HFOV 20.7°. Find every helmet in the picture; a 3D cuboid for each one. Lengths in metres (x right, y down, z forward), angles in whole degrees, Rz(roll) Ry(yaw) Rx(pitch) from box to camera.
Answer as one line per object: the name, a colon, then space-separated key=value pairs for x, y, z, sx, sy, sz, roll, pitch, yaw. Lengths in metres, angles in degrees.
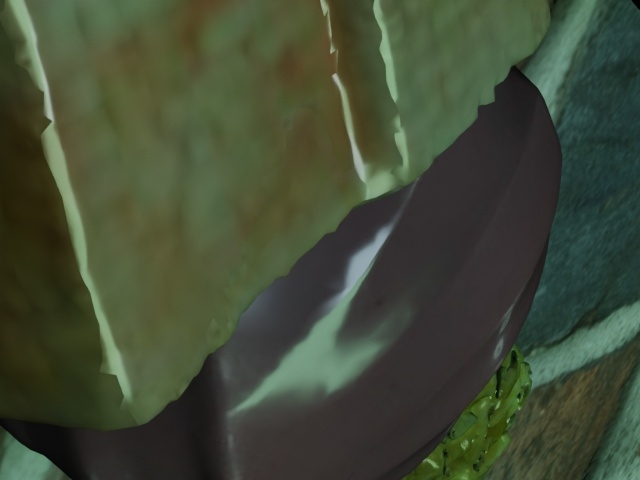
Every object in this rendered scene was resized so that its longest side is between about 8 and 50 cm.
helmet: x=0.000 y=0.000 z=0.818 sx=0.338 sy=0.197 sz=0.271 roll=-37 pitch=144 yaw=-21

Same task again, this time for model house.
model house: x=-0.087 y=-0.146 z=0.541 sx=0.312 sy=0.245 sz=0.280 roll=-47 pitch=132 yaw=-45

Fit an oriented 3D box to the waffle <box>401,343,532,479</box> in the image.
waffle: x=0.031 y=0.165 z=1.143 sx=0.297 sy=0.073 sz=0.317 roll=-53 pitch=149 yaw=1

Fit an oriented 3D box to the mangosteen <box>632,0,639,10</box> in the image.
mangosteen: x=0.246 y=-0.200 z=0.961 sx=0.194 sy=0.194 sz=0.230 roll=-62 pitch=173 yaw=17
